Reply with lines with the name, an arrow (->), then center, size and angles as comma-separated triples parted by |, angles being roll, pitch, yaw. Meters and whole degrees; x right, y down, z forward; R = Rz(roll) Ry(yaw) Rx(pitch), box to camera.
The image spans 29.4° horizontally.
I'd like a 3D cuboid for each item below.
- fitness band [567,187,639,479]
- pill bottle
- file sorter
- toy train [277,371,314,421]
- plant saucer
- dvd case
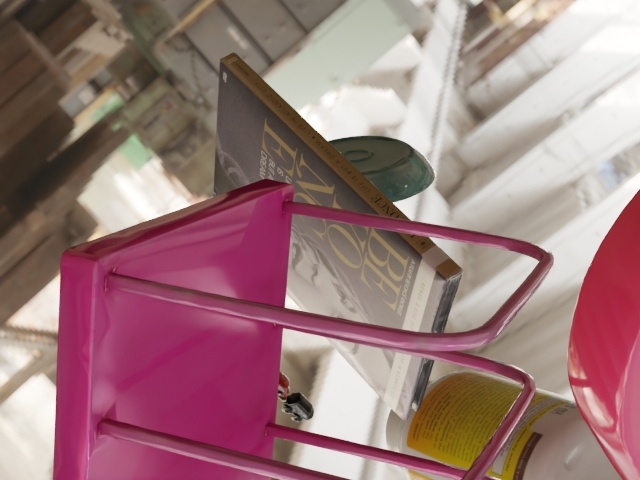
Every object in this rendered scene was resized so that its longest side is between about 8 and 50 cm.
fitness band -> 0.232, 0.054, 0.603 | 0.209, 0.291, 0.054 | -42, -139, -3
pill bottle -> 0.142, 0.167, 0.943 | 0.117, 0.117, 0.215 | -44, -156, -19
file sorter -> -0.001, 0.140, 0.603 | 0.182, 0.291, 0.202 | 11, -164, 21
toy train -> -0.057, 0.181, 1.534 | 0.036, 0.158, 0.027 | -13, -135, 35
plant saucer -> 0.028, -0.056, 0.931 | 0.119, 0.021, 0.119 | -4, -156, 2
dvd case -> 0.000, 0.000, 0.814 | 0.018, 0.221, 0.165 | -31, 152, -27
